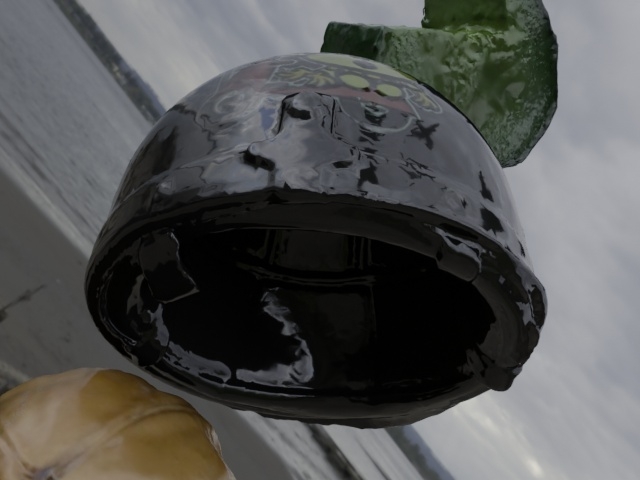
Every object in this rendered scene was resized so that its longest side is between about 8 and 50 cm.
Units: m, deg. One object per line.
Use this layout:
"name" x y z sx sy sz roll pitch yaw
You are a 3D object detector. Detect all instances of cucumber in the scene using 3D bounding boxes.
"cucumber" 0.101 -0.141 0.679 0.191 0.191 0.130 54 -17 -23

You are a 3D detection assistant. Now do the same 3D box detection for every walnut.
"walnut" -0.117 0.151 0.396 0.165 0.165 0.197 49 -27 31

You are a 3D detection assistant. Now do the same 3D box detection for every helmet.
"helmet" 0.000 0.000 0.442 0.279 0.230 0.160 89 4 -61
